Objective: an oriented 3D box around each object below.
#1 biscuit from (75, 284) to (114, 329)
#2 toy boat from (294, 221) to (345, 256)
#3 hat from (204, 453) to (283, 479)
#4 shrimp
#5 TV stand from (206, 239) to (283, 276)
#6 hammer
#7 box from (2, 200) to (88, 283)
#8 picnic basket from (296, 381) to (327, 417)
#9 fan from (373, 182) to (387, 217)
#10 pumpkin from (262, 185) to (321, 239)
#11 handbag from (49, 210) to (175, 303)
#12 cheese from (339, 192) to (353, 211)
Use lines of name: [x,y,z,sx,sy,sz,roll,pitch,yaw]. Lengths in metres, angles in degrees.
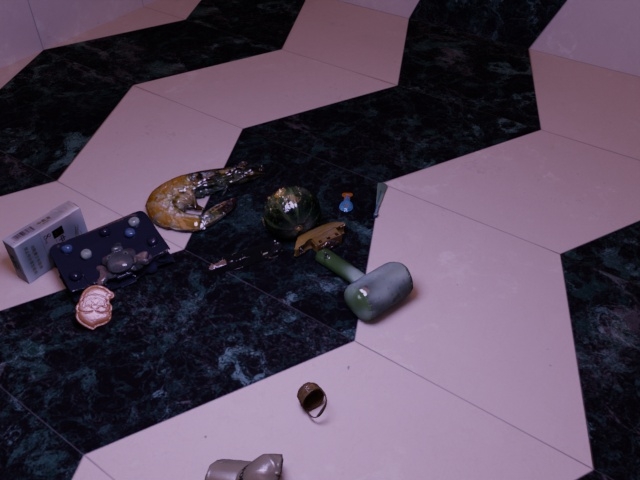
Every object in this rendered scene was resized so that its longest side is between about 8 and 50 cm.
biscuit: [-0.647,0.191,1.876,0.102,0.019,0.131,15,68,-15]
toy boat: [0.000,0.000,2.094,0.200,0.057,0.077,-23,51,-24]
hat: [-0.175,0.531,1.467,0.175,0.085,0.147,7,43,8]
shrimp: [-0.383,-0.160,2.276,0.444,0.085,0.272,-24,51,-20]
TV stand: [-0.238,0.057,2.050,0.249,0.036,0.042,-18,45,-17]
hammer: [0.101,0.098,1.948,0.206,0.119,0.335,-28,41,-29]
box: [-0.849,0.002,2.047,0.067,0.155,0.243,27,47,27]
picnic basket: [-0.014,0.399,1.625,0.072,0.072,0.083,-22,36,-22]
fan: [0.206,-0.143,2.279,0.038,0.016,0.193,8,42,8]
pumpkin: [-0.092,-0.089,2.103,0.190,0.190,0.146,-26,53,-25]
handbag: [-0.639,0.050,2.018,0.325,0.119,0.269,-27,48,-24]
cheese: [0.091,-0.133,2.271,0.047,0.017,0.111,5,41,3]
